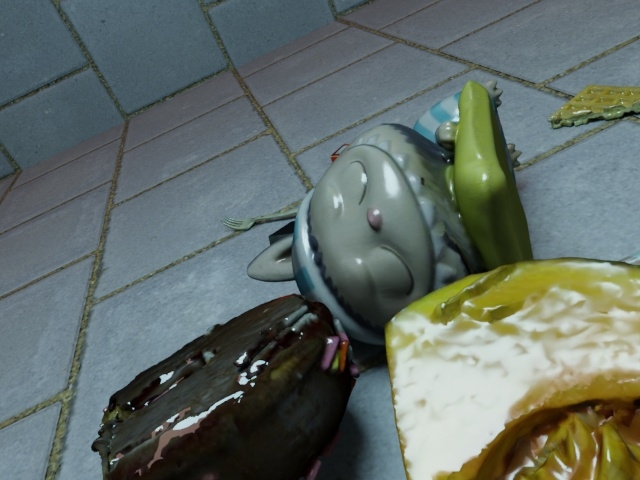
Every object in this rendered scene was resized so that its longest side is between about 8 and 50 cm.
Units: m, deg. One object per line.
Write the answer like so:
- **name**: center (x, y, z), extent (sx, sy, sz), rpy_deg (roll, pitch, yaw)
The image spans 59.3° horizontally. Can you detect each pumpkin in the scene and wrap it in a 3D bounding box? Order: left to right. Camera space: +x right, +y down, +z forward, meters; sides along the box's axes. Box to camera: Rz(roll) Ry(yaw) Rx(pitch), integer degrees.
- **pumpkin**: center (0.189, 0.159, 0.364), extent (0.303, 0.225, 0.256), rpy_deg (2, 43, 30)

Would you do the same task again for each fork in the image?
- **fork**: center (-0.092, -0.045, 1.085), extent (0.219, 0.028, 0.034), rpy_deg (-6, 27, 24)

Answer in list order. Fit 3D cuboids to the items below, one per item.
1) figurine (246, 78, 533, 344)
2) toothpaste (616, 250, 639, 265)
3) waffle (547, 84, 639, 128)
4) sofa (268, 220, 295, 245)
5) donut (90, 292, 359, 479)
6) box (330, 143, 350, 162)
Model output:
- **figurine**: center (0.062, -0.036, 0.720), extent (0.377, 0.266, 0.361), rpy_deg (-11, 27, 23)
- **toothpaste**: center (0.363, 0.027, 0.615), extent (0.205, 0.036, 0.056), rpy_deg (-22, 30, -3)
- **waffle**: center (0.483, -0.210, 0.899), extent (0.125, 0.032, 0.191), rpy_deg (-35, 30, -19)
- **sofa**: center (0.000, 0.000, 0.918), extent (0.147, 0.060, 0.085), rpy_deg (-7, 18, 29)
- **donut**: center (-0.090, 0.163, 0.566), extent (0.259, 0.136, 0.345), rpy_deg (-31, 5, -25)
- **box**: center (0.110, -0.108, 0.938), extent (0.175, 0.112, 0.048), rpy_deg (8, 42, 42)
